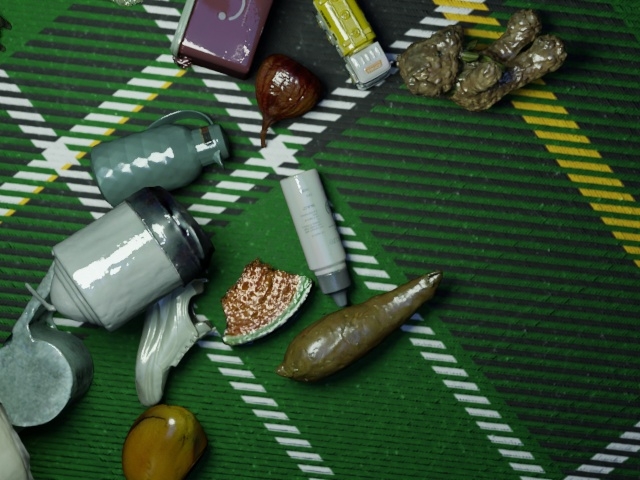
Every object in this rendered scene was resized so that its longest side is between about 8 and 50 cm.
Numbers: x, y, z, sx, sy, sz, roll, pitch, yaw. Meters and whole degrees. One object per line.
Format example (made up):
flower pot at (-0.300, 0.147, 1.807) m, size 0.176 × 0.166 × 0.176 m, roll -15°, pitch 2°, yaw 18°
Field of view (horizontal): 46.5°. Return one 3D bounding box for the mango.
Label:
mango at (-0.351, 0.459, 1.640) m, size 0.166 × 0.136 × 0.236 m, roll 35°, pitch 111°, yaw 3°

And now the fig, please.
fig at (-0.099, -0.299, 1.610) m, size 0.146 × 0.134 × 0.201 m, roll 39°, pitch 102°, yaw 7°

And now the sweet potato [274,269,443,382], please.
sweet potato at (0.090, 0.190, 1.638) m, size 0.423 × 0.130 × 0.130 m, roll -30°, pitch 94°, yaw 1°

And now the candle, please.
candle at (-0.401, 0.052, 1.494) m, size 0.342 × 0.221 × 0.221 m, roll -37°, pitch 93°, yaw -15°

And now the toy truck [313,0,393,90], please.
toy truck at (0.067, -0.441, 1.601) m, size 0.098 × 0.114 × 0.226 m, roll -30°, pitch 94°, yaw 2°

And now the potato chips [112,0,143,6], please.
potato chips at (-0.377, -0.610, 1.619) m, size 0.228 × 0.059 × 0.167 m, roll -20°, pitch 88°, yaw 6°

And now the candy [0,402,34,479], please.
candy at (-0.775, 0.441, 1.559) m, size 0.386 × 0.186 × 0.426 m, roll -18°, pitch 105°, yaw 42°

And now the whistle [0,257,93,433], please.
whistle at (-0.612, 0.222, 1.624) m, size 0.188 × 0.168 × 0.404 m, roll 0°, pitch 90°, yaw -1°

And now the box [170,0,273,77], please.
box at (-0.190, -0.484, 1.568) m, size 0.168 × 0.193 × 0.294 m, roll 20°, pitch 93°, yaw -10°

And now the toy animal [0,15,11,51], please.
toy animal at (-0.721, -0.431, 1.626) m, size 0.047 × 0.065 × 0.135 m, roll 18°, pitch 95°, yaw -1°

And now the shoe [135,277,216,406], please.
shoe at (-0.312, 0.212, 1.645) m, size 0.159 × 0.124 × 0.316 m, roll 5°, pitch 91°, yaw -2°

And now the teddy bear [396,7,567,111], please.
teddy bear at (0.323, -0.396, 1.559) m, size 0.296 × 0.246 × 0.222 m, roll -40°, pitch 133°, yaw 18°

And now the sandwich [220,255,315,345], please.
sandwich at (-0.132, 0.145, 1.667) m, size 0.159 × 0.079 × 0.235 m, roll 37°, pitch 90°, yaw 8°

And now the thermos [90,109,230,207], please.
thermos at (-0.341, -0.188, 1.615) m, size 0.287 × 0.145 × 0.182 m, roll -18°, pitch 60°, yaw -1°

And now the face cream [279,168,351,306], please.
face cream at (0.000, 0.000, 1.644) m, size 0.092 × 0.092 × 0.311 m, roll -19°, pitch 93°, yaw 1°
